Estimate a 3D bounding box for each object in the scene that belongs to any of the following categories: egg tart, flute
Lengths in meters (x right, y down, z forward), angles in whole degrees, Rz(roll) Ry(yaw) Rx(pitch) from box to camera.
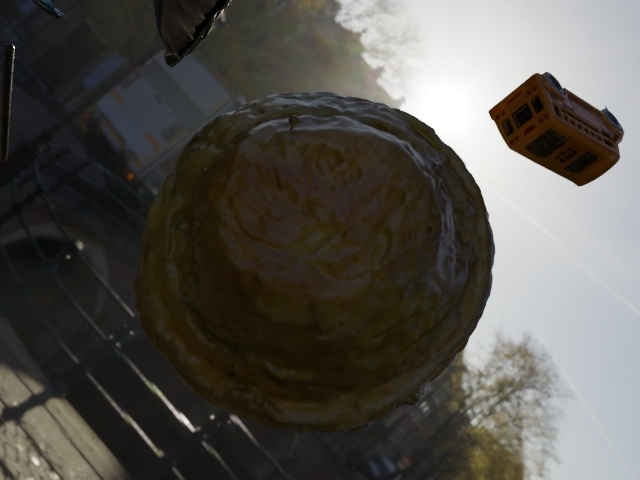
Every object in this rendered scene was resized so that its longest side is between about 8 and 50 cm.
[{"bbox_3d":[0.000,0.000,0.634,0.319,0.319,0.128,49,-14,9],"label":"egg tart"},{"bbox_3d":[-0.425,-0.178,1.046,0.014,0.014,0.269,49,-34,7],"label":"flute"}]

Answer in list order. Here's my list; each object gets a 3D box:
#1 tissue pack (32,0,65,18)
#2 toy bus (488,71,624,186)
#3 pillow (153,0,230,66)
[{"bbox_3d":[-0.212,-0.199,0.482,0.085,0.028,0.138,43,-16,19],"label":"tissue pack"},{"bbox_3d":[0.249,-0.105,0.786,0.162,0.070,0.074,17,46,-38],"label":"toy bus"},{"bbox_3d":[-0.077,-0.219,0.440,0.141,0.055,0.208,-16,-98,64],"label":"pillow"}]
